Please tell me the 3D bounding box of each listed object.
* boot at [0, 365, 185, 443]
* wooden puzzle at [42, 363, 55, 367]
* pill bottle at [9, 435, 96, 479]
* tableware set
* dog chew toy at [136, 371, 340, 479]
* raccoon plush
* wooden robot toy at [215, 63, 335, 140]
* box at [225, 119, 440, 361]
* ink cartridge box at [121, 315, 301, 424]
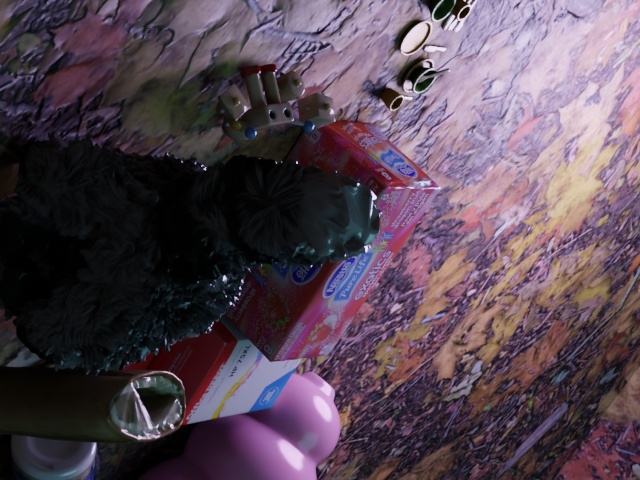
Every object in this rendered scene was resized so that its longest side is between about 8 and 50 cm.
[{"bbox_3d":[-0.299,0.151,1.811,0.236,0.269,0.089,-13,103,-61],"label":"boot"},{"bbox_3d":[-0.314,0.161,2.086,0.116,0.014,0.078,-25,152,-37],"label":"wooden puzzle"},{"bbox_3d":[-0.301,0.271,2.170,0.094,0.094,0.169,-30,150,-30],"label":"pill bottle"},{"bbox_3d":[0.120,-0.211,2.184,0.104,0.024,0.154,0,129,-56],"label":"tableware set"},{"bbox_3d":[-0.101,0.304,2.419,0.332,0.206,0.206,-50,156,-9],"label":"dog chew toy"},{"bbox_3d":[-0.090,0.027,1.819,0.299,0.446,0.216,4,93,-59],"label":"raccoon plush"},{"bbox_3d":[-0.067,-0.135,1.992,0.079,0.076,0.173,-20,174,38],"label":"wooden robot toy"},{"bbox_3d":[0.000,0.000,2.191,0.122,0.128,0.257,-3,132,-56],"label":"box"},{"bbox_3d":[-0.121,0.138,2.268,0.231,0.078,0.134,-6,134,-53],"label":"ink cartridge box"}]
